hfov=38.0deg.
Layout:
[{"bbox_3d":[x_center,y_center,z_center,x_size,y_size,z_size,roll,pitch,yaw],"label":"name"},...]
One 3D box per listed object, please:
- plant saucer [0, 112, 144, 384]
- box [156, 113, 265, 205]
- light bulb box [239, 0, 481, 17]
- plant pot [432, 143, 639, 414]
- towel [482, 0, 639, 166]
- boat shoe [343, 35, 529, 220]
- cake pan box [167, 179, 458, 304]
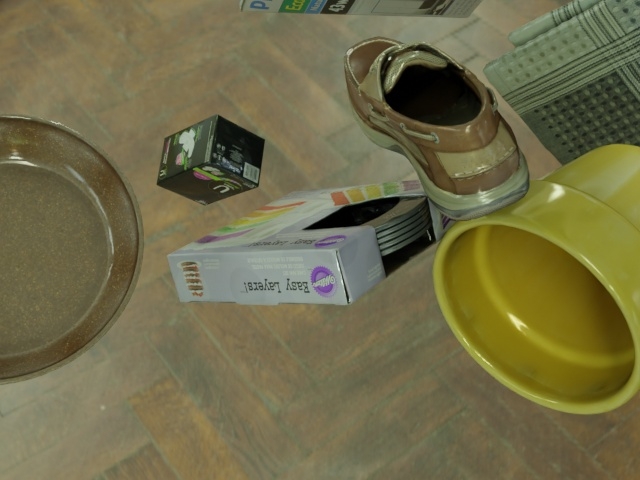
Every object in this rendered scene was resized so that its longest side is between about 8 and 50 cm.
[{"bbox_3d":[-0.224,0.007,0.653,0.198,0.036,0.199,3,69,-7],"label":"plant saucer"},{"bbox_3d":[-0.103,-0.074,0.875,0.083,0.062,0.052,-14,61,43],"label":"box"},{"bbox_3d":[0.064,-0.524,1.313,0.361,0.225,0.358,-2,76,-15],"label":"light bulb box"},{"bbox_3d":[0.292,0.020,1.032,0.254,0.254,0.239,33,53,24],"label":"plant pot"},{"bbox_3d":[0.425,-0.204,1.239,0.324,0.312,0.056,-25,33,38],"label":"towel"},{"bbox_3d":[0.105,-0.148,0.941,0.123,0.116,0.324,-29,38,-6],"label":"boat shoe"},{"bbox_3d":[0.000,0.000,1.068,0.266,0.070,0.245,-2,21,41],"label":"cake pan box"}]
